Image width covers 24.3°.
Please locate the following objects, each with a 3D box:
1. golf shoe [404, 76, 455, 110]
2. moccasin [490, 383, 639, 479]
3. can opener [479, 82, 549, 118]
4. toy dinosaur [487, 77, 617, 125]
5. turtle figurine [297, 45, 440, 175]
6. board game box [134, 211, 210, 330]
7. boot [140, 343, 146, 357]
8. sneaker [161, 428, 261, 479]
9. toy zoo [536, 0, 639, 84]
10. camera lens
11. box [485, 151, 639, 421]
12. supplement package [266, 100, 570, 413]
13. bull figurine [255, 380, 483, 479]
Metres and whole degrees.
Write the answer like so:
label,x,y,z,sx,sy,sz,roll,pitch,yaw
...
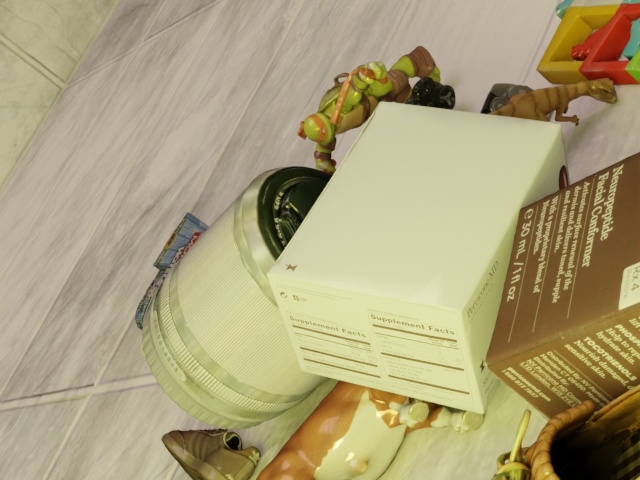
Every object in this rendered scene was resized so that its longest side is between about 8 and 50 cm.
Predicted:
label,x,y,z,sx,sy,sz,roll,pitch,yaw
golf shoe,0.107,-0.111,1.893,0.198,0.077,0.094,-57,2,-7
moccasin,0.208,0.187,1.159,0.380,0.147,0.139,-31,31,39
can opener,0.184,-0.057,1.685,0.095,0.076,0.283,102,-168,-63
toy dinosaur,0.215,-0.140,1.616,0.211,0.064,0.112,-19,-22,-14
turtle figurine,0.044,-0.168,1.941,0.217,0.087,0.269,-30,-23,-35
board game box,-0.189,0.051,2.196,0.194,0.060,0.194,-59,23,-16
boot,-0.182,0.153,2.009,0.158,0.084,0.059,-18,39,50
sneaker,-0.129,0.260,1.802,0.071,0.066,0.188,-40,26,-15
toy zoo,0.356,-0.260,1.680,0.192,0.030,0.293,-56,23,-10
camera lens,-0.053,0.065,1.697,0.274,0.219,0.219,-44,23,38
box,0.325,0.013,1.212,0.381,0.143,0.191,-27,33,42
supplement package,0.108,0.008,1.456,0.204,0.145,0.262,10,49,28
bull figurine,0.051,0.186,1.508,0.310,0.101,0.188,-53,25,-4
